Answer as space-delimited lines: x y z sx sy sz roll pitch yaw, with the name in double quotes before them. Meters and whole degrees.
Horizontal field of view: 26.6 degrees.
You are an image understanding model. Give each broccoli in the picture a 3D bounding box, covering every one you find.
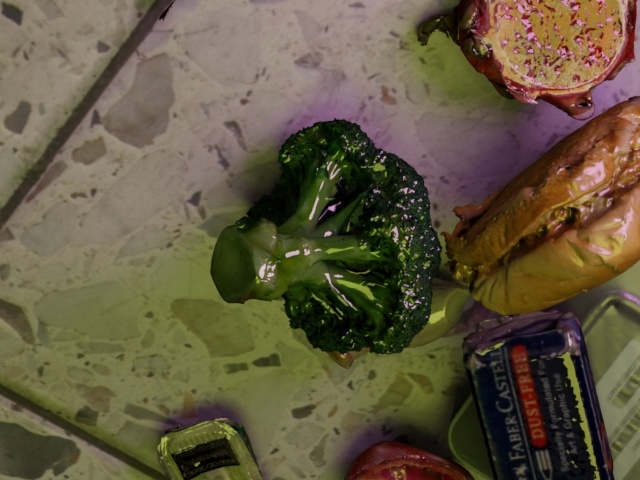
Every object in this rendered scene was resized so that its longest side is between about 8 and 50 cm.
"broccoli" 0.000 0.000 1.608 0.297 0.297 0.298 -2 124 -43

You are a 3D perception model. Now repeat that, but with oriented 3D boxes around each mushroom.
"mushroom" 0.099 0.107 1.784 0.212 0.097 0.088 -23 129 6

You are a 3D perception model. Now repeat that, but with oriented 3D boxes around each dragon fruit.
"dragon fruit" 0.262 -0.247 1.584 0.282 0.147 0.211 -12 120 -2

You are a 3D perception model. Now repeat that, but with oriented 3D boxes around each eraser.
"eraser" 0.289 0.259 1.745 0.155 0.101 0.332 -11 105 16

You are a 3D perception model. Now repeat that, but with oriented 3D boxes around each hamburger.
"hamburger" 0.301 -0.041 1.610 0.318 0.318 0.158 -34 95 11

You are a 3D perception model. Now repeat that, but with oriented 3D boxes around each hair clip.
"hair clip" -0.120 0.381 1.915 0.138 0.091 0.321 -17 108 11

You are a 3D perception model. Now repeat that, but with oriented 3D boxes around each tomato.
"tomato" 0.121 0.333 1.905 0.189 0.099 0.173 -31 122 23

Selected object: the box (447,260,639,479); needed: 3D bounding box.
"box" 0.422 0.222 1.817 0.396 0.111 0.396 32 112 1
